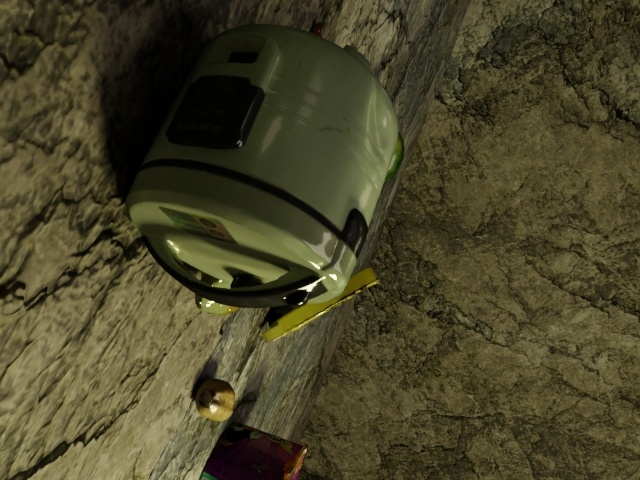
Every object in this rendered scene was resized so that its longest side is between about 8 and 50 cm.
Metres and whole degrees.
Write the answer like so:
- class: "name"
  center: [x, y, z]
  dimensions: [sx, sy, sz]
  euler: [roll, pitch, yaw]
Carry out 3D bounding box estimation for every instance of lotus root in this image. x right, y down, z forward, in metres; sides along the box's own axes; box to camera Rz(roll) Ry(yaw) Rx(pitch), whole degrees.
- class: "lotus root"
  center: [-0.187, 0.284, 1.099]
  dimensions: [0.152, 0.063, 0.072]
  euler: [75, 13, -64]

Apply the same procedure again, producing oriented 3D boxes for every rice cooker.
- class: "rice cooker"
  center: [-0.054, -0.058, 0.573]
  dimensions: [0.226, 0.225, 0.244]
  euler: [82, 27, -71]

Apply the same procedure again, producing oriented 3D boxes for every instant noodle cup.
- class: "instant noodle cup"
  center: [-0.166, 0.562, 1.469]
  dimensions: [0.251, 0.190, 0.251]
  euler: [23, 90, -79]

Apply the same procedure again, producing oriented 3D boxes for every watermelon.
- class: "watermelon"
  center: [0.106, -0.179, 1.374]
  dimensions: [0.187, 0.140, 0.141]
  euler: [-62, 169, -10]

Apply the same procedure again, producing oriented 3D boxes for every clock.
- class: "clock"
  center: [-0.002, 0.137, 1.442]
  dimensions: [0.293, 0.071, 0.277]
  euler: [-29, 173, -3]

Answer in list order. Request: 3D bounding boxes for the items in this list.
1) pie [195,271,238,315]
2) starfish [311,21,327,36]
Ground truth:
- class: "pie"
  center: [-0.071, -0.023, 0.806]
  dimensions: [0.274, 0.105, 0.257]
  euler: [-56, -174, -7]
- class: "starfish"
  center: [0.026, -0.195, 0.875]
  dimensions: [0.213, 0.056, 0.238]
  euler: [50, 20, -53]
